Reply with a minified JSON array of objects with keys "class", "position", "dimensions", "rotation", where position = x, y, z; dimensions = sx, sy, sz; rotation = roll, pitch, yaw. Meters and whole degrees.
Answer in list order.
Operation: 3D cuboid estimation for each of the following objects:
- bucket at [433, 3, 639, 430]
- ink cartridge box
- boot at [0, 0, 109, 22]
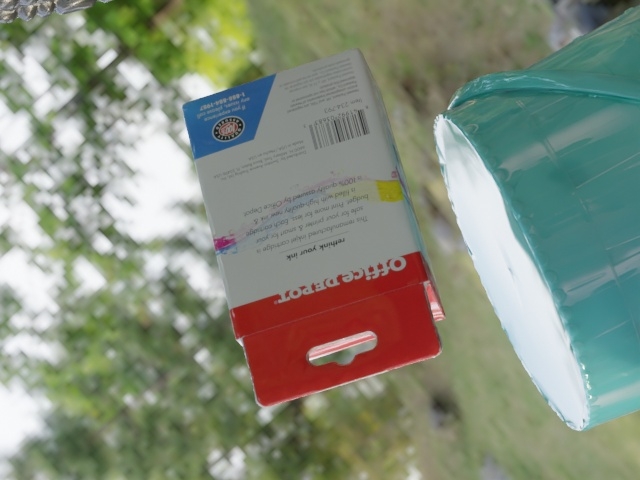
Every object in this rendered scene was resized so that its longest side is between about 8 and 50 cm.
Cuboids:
[{"class":"bucket","position":[0.207,-0.015,1.278],"dimensions":[0.281,0.183,0.281],"rotation":[157,90,-84]},{"class":"ink cartridge box","position":[0.000,0.000,1.267],"dimensions":[0.078,0.134,0.231],"rotation":[58,-164,-66]},{"class":"boot","position":[-0.105,-0.213,0.802],"dimensions":[0.338,0.118,0.223],"rotation":[-3,-127,-24]}]
